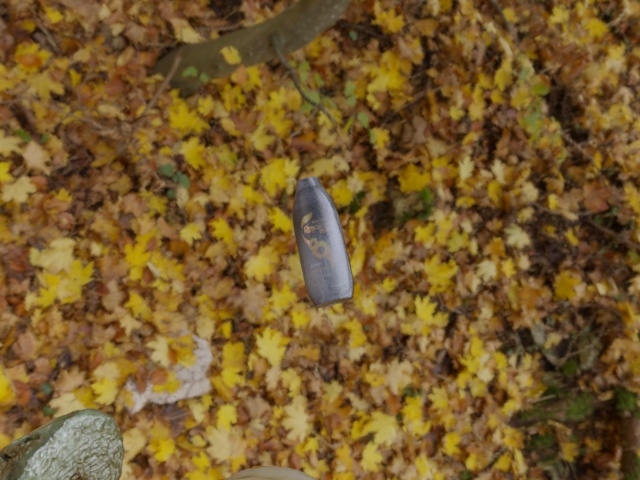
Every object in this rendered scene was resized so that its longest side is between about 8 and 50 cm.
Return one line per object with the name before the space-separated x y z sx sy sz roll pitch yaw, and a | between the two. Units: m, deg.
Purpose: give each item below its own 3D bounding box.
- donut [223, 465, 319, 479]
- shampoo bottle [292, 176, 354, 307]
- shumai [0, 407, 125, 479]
donut | -0.071 0.436 0.730 0.142 0.383 0.382 16 54 -49
shampoo bottle | 0.000 0.000 1.243 0.049 0.087 0.233 41 36 -71
shumai | -0.611 0.483 1.494 0.309 0.264 0.303 8 91 -60
